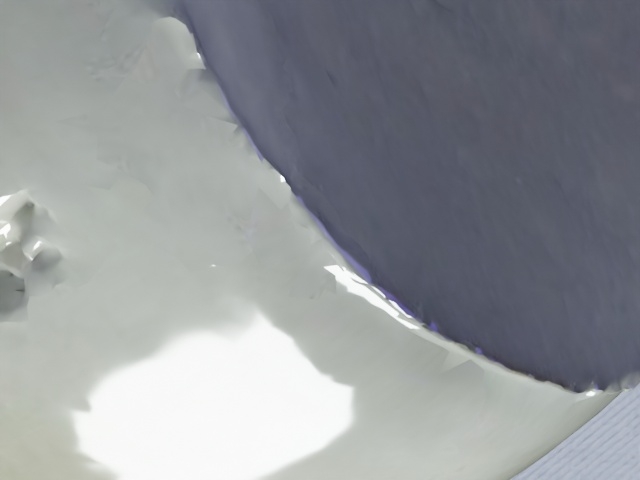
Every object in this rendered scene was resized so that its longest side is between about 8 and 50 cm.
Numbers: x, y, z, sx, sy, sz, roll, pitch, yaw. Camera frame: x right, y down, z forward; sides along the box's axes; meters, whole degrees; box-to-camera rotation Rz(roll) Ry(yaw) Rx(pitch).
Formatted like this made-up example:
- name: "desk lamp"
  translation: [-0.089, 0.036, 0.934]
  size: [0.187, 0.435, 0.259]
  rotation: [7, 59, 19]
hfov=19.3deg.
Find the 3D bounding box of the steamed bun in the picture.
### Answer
- name: "steamed bun"
  translation: [-0.037, -0.078, 0.479]
  size: [0.324, 0.206, 0.324]
  rotation: [19, 65, -49]
